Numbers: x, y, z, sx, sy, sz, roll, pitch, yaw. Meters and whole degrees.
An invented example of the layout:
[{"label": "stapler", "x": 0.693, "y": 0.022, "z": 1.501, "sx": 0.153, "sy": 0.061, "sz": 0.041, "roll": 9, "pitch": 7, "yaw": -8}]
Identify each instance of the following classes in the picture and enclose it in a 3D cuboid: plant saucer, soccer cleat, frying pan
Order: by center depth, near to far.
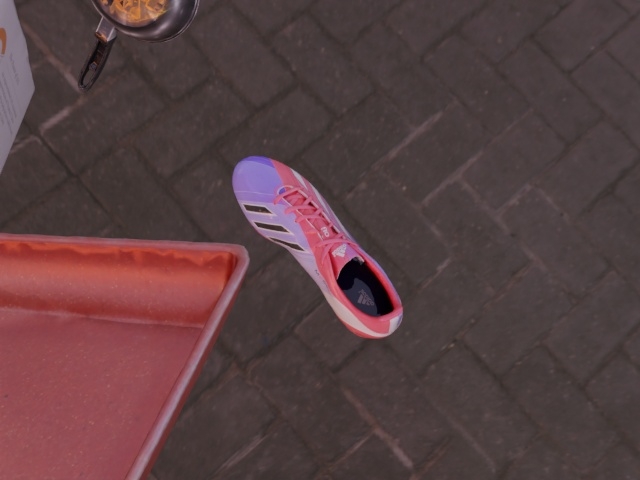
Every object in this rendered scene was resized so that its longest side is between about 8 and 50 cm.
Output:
[{"label": "plant saucer", "x": -0.182, "y": 0.097, "z": 0.370, "sx": 0.259, "sy": 0.047, "sz": 0.259, "roll": 2, "pitch": 43, "yaw": 20}, {"label": "soccer cleat", "x": 0.000, "y": 0.000, "z": 0.939, "sx": 0.083, "sy": 0.095, "sz": 0.248, "roll": -37, "pitch": 85, "yaw": -17}, {"label": "frying pan", "x": -0.320, "y": -0.362, "z": 1.325, "sx": 0.197, "sy": 0.326, "sz": 0.053, "roll": 59, "pitch": 33, "yaw": -16}]

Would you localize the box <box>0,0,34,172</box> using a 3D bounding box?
[{"label": "box", "x": -0.409, "y": -0.066, "z": 0.803, "sx": 0.168, "sy": 0.215, "sz": 0.345, "roll": 17, "pitch": 70, "yaw": -6}]
